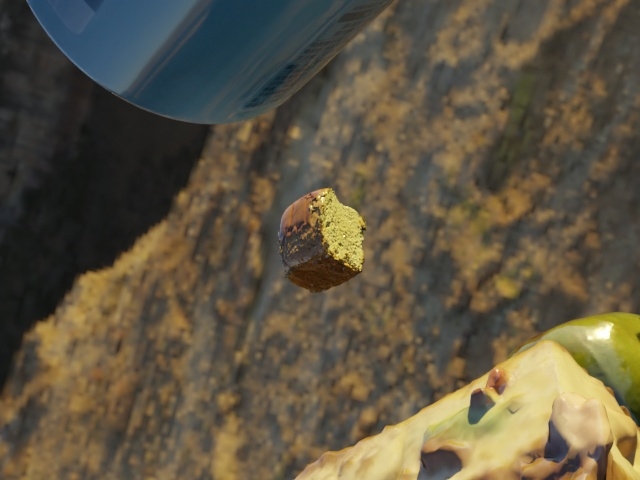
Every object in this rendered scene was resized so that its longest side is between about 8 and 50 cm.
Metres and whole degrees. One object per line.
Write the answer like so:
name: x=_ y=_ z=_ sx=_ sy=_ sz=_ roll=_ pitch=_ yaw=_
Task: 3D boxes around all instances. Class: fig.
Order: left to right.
fig: x=0.300 y=0.186 z=1.601 sx=0.225 sy=0.203 sz=0.203 roll=58 pitch=136 yaw=31

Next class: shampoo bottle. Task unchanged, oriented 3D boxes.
shampoo bottle: x=-0.058 y=-0.315 z=1.303 sx=0.342 sy=0.331 sz=0.331 roll=-40 pitch=36 yaw=48

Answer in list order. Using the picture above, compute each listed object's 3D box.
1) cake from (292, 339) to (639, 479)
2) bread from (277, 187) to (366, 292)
cake: x=0.109 y=0.248 z=0.726 sx=0.255 sy=0.282 sz=0.290 roll=-31 pitch=32 yaw=23
bread: x=-0.002 y=0.000 z=1.511 sx=0.070 sy=0.076 sz=0.083 roll=-23 pitch=51 yaw=31
